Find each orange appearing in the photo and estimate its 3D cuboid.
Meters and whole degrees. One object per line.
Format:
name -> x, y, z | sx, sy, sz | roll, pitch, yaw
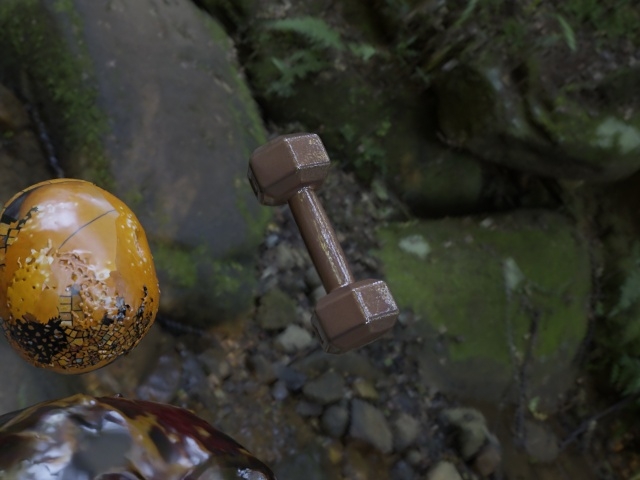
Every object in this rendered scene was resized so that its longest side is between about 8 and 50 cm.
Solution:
orange -> -0.289, 0.039, 1.262 | 0.234, 0.182, 0.234 | -18, 90, -76

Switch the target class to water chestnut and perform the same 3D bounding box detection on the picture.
water chestnut -> -0.113, 0.235, 0.637 | 0.300, 0.300, 0.300 | 39, 29, -26

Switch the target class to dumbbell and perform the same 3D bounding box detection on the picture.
dumbbell -> 0.000, 0.000, 1.104 | 0.092, 0.082, 0.231 | 111, -44, -70
